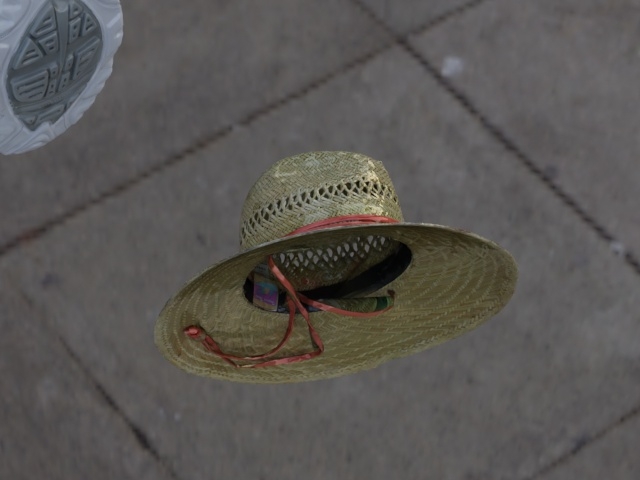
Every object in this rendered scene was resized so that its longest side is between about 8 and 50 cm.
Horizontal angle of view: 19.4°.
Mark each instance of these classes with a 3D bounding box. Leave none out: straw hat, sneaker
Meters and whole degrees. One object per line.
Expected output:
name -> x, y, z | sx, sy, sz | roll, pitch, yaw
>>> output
straw hat -> 0.000, 0.000, 0.713 | 0.144, 0.144, 0.061 | -5, 64, -7
sneaker -> -0.172, -0.159, 1.007 | 0.090, 0.232, 0.115 | -20, 41, -33
